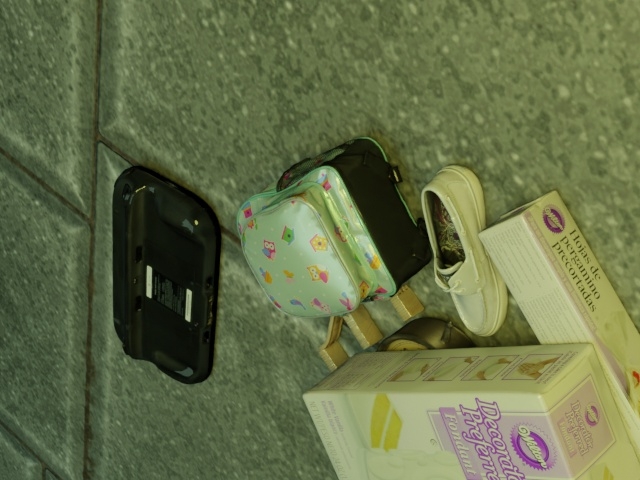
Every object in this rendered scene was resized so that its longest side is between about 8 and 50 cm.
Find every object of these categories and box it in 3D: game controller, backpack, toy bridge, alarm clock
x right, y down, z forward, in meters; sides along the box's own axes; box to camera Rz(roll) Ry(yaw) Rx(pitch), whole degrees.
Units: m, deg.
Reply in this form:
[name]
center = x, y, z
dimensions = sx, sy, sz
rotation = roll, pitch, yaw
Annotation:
[game controller]
center = -0.206, 0.054, 1.612
dimensions = 0.166, 0.067, 0.319
rotation = 23, 131, 18
[backpack]
center = 0.000, 0.000, 1.278
dimensions = 0.188, 0.144, 0.166
rotation = -16, 108, 54
[toy bridge]
center = 0.044, 0.092, 1.381
dimensions = 0.063, 0.026, 0.188
rotation = 57, 142, 6
[alarm clock]
center = 0.113, 0.152, 1.317
dimensions = 0.192, 0.064, 0.129
rotation = -27, 94, 49

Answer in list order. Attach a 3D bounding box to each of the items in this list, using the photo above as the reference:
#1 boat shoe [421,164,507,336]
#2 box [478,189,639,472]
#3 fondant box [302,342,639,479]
[boat shoe]
center = 0.138, 0.019, 1.201
dimensions = 0.066, 0.063, 0.184
rotation = 14, 124, 41
[box]
center = 0.262, 0.111, 1.129
dimensions = 0.067, 0.063, 0.324
rotation = -30, 91, 51
[fondant box]
center = 0.156, 0.231, 1.200
dimensions = 0.330, 0.096, 0.238
rotation = -9, 108, 49
